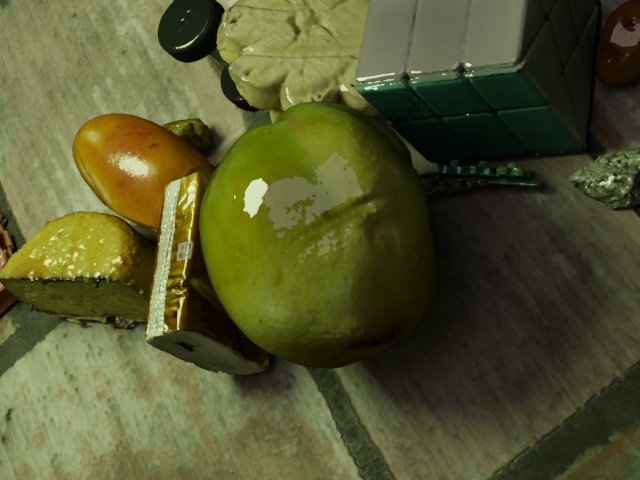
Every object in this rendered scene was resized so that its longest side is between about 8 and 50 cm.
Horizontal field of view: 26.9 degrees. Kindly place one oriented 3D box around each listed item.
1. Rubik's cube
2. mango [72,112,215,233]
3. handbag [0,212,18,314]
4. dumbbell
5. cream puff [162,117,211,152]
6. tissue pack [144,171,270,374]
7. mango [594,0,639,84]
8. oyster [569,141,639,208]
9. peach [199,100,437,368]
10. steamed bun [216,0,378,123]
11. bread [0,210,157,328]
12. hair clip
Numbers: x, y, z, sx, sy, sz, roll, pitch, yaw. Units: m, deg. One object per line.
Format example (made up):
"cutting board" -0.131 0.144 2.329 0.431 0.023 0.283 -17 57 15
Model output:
"Rubik's cube" 0.198 -0.242 1.646 0.225 0.231 0.221 -2 67 31
"mango" -0.261 -0.102 1.893 0.257 0.187 0.138 32 86 27
"handbag" -0.552 0.037 2.108 0.157 0.059 0.212 -39 52 12
"dumbbell" -0.138 -0.267 1.898 0.100 0.191 0.100 -15 61 28
"cream puff" -0.201 -0.148 1.966 0.083 0.058 0.083 -18 15 -3
"tissue pack" -0.138 0.049 1.753 0.092 0.183 0.226 -15 60 37
"mango" 0.380 -0.241 1.635 0.114 0.060 0.080 -46 67 3
"oyster" 0.359 -0.084 1.588 0.100 0.037 0.098 -51 52 2
"peach" -0.002 -0.004 1.617 0.282 0.314 0.315 -23 80 -5
"steamed bun" -0.004 -0.269 1.823 0.295 0.137 0.292 32 65 15
"bread" -0.313 0.034 1.896 0.261 0.160 0.147 -2 61 39
"hair clip" 0.198 -0.080 1.686 0.173 0.049 0.049 -1 68 34
